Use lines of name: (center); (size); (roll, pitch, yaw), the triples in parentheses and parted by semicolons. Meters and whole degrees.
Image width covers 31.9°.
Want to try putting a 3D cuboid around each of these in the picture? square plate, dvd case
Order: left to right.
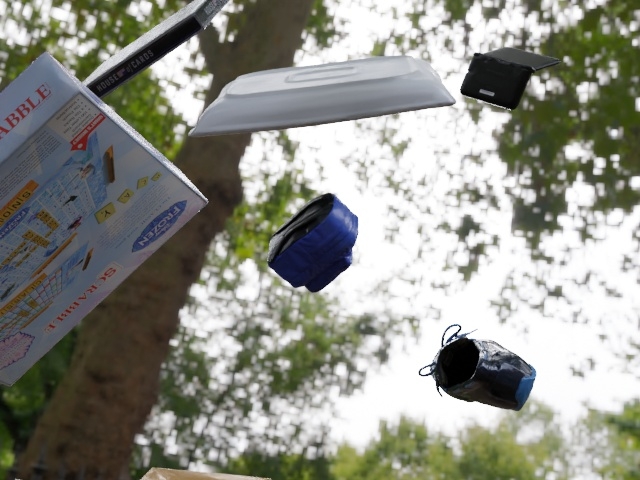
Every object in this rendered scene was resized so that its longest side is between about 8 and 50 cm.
dvd case: (-0.234, -0.262, 1.528); (0.239, 0.179, 0.029); (-28, -71, 22)
square plate: (0.004, -0.212, 1.577); (0.347, 0.049, 0.344); (-6, 15, 3)

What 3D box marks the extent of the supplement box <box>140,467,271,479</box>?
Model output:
supplement box: (-0.176, 0.452, 1.625); (0.191, 0.194, 0.129); (3, 13, 13)

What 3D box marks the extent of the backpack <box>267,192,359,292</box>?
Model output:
backpack: (0.000, 0.000, 1.508); (0.101, 0.098, 0.120); (39, -70, -22)

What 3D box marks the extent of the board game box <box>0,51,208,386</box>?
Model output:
board game box: (-0.305, -0.003, 1.158); (0.066, 0.319, 0.318); (47, 0, 24)

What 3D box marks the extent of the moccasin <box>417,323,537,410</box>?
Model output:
moccasin: (0.254, 0.205, 1.916); (0.117, 0.137, 0.342); (25, -11, -13)

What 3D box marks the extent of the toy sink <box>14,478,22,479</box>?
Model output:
toy sink: (-0.408, 0.479, 1.586); (0.153, 0.234, 0.131); (22, -56, -10)

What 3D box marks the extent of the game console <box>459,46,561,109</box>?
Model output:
game console: (0.299, -0.259, 1.775); (0.071, 0.107, 0.122); (19, 4, -43)
